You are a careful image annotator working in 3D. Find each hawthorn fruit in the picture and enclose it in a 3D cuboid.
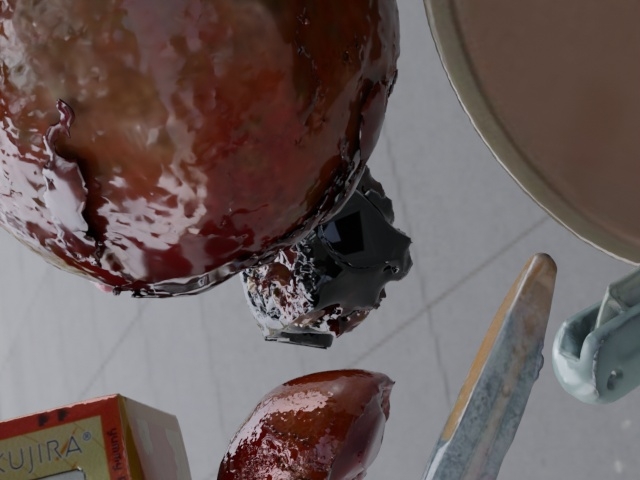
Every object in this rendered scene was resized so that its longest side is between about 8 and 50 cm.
[{"bbox_3d":[-0.091,-0.123,0.814,0.316,0.316,0.316,176,90,-67],"label":"hawthorn fruit"}]

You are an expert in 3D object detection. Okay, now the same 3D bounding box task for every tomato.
[{"bbox_3d":[-0.021,0.173,0.992,0.189,0.099,0.173,-68,-12,8],"label":"tomato"}]

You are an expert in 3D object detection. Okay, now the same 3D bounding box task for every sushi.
[{"bbox_3d":[0.000,0.000,1.169,0.150,0.153,0.172,-16,67,63],"label":"sushi"}]

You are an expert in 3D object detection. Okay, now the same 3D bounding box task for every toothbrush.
[{"bbox_3d":[0.019,0.166,0.506,0.037,0.028,0.375,-4,56,58],"label":"toothbrush"}]

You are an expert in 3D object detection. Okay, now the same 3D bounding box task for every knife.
[{"bbox_3d":[0.149,0.012,0.507,0.023,0.162,0.044,23,134,49],"label":"knife"}]

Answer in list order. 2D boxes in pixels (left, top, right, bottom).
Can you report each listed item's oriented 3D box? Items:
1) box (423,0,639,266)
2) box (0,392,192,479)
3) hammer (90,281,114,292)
[{"bbox_3d":[0.219,-0.153,0.701,0.216,0.301,0.301,-54,-25,-62],"label":"box"},{"bbox_3d":[-0.234,0.274,0.992,0.214,0.283,0.259,62,-166,-74],"label":"box"},{"bbox_3d":[-0.268,0.029,1.591,0.083,0.043,0.043,38,131,35],"label":"hammer"}]
